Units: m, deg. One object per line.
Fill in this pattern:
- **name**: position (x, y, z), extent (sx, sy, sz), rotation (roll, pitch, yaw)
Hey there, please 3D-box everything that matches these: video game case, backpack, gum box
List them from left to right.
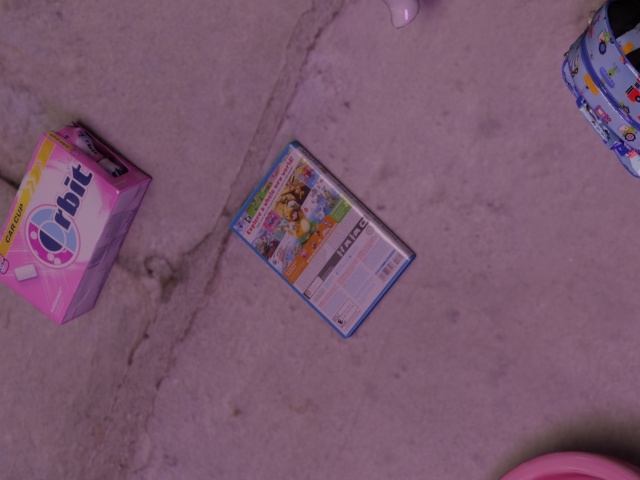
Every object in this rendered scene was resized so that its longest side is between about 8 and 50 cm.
- **gum box**: position (-0.261, -0.021, 1.984), extent (0.107, 0.062, 0.188), rotation (36, 119, 15)
- **video game case**: position (0.000, 0.000, 1.875), extent (0.166, 0.015, 0.119), rotation (44, 121, 11)
- **backpack**: position (0.273, -0.129, 1.593), extent (0.117, 0.173, 0.158), rotation (-40, 85, 31)

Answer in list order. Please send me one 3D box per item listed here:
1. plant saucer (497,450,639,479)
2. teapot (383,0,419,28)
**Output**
- **plant saucer**: position (0.253, 0.358, 1.744), extent (0.332, 0.084, 0.332), rotation (-5, 83, 49)
- **teapot**: position (0.035, -0.358, 1.658), extent (0.256, 0.187, 0.252), rotation (-53, 49, 46)
